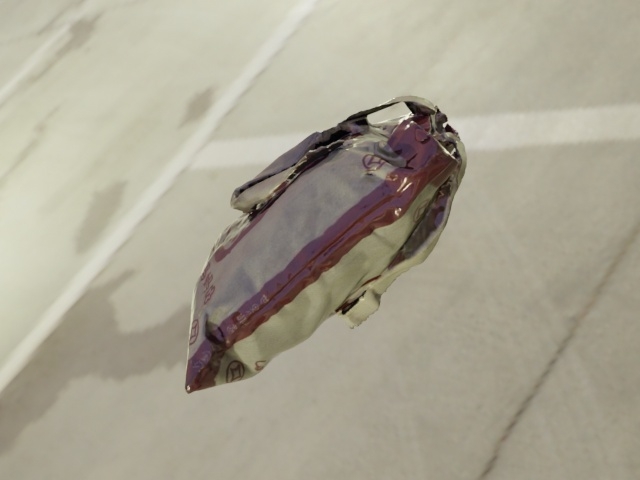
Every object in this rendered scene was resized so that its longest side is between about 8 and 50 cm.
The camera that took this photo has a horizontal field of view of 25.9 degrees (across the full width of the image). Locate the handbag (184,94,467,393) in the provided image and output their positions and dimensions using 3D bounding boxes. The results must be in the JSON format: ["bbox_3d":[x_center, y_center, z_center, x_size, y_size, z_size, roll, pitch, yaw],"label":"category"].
[{"bbox_3d":[0.000,0.000,0.970,0.235,0.127,0.213,-37,8,10],"label":"handbag"}]
